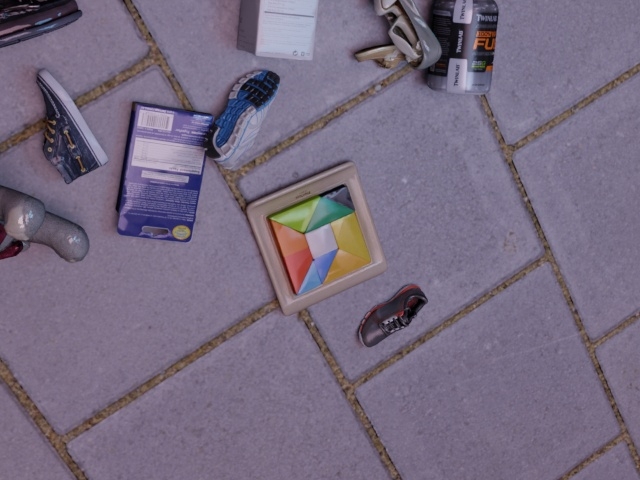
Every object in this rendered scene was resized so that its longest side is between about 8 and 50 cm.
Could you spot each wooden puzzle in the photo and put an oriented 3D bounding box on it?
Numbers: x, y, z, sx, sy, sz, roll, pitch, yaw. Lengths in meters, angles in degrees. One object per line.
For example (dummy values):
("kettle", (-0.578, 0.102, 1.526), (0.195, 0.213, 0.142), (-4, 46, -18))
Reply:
("wooden puzzle", (0.000, 0.000, 1.900), (0.220, 0.044, 0.239), (-24, 113, -14))

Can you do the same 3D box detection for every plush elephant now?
("plush elephant", (-0.560, 0.027, 1.570), (0.329, 0.272, 0.256), (22, 82, 3))

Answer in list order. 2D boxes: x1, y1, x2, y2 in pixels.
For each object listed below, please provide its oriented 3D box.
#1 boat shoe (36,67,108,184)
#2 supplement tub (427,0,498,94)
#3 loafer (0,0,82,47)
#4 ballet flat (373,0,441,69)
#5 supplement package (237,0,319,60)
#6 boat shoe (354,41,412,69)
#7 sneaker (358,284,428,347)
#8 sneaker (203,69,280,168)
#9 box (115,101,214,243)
("boat shoe", (-0.419, -0.179, 1.667), (0.083, 0.065, 0.183), (-34, 116, -11))
("supplement tub", (0.254, -0.359, 1.855), (0.116, 0.117, 0.191), (-3, 107, -21))
("loafer", (-0.514, -0.329, 1.566), (0.302, 0.109, 0.095), (-21, 108, -12))
("ballet flat", (0.132, -0.390, 1.794), (0.068, 0.072, 0.213), (-37, 98, -28))
("supplement package", (-0.068, -0.395, 1.722), (0.105, 0.105, 0.179), (1, 105, -22))
("boat shoe", (0.126, -0.326, 1.850), (0.135, 0.050, 0.045), (-12, 104, -18))
("sneaker", (0.139, 0.147, 1.987), (0.158, 0.065, 0.061), (-44, 116, -5))
("sneaker", (-0.129, -0.205, 1.785), (0.191, 0.071, 0.083), (-55, 156, -11))
("box", (-0.266, -0.113, 1.763), (0.136, 0.036, 0.225), (7, 101, -23))
